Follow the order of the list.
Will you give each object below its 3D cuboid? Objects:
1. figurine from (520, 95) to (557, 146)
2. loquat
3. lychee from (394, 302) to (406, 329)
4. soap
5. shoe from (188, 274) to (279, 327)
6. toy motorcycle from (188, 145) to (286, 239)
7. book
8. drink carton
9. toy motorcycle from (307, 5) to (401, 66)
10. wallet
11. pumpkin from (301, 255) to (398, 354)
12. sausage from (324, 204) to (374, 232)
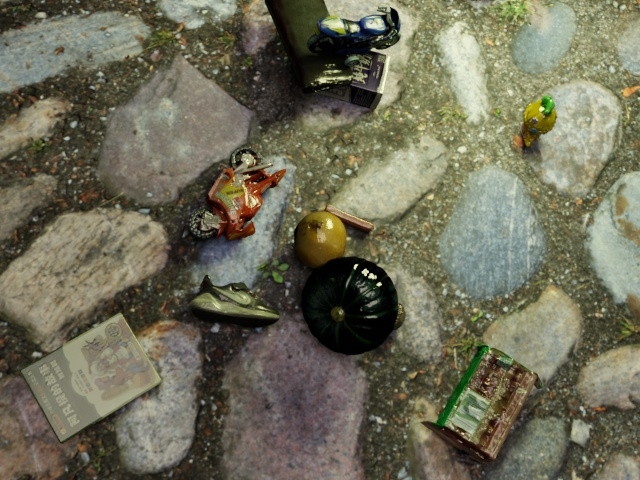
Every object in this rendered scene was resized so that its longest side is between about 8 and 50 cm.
[{"bbox_3d":[0.638,-0.345,2.078,0.095,0.156,0.114,20,67,-4],"label":"figurine"},{"bbox_3d":[0.000,0.000,1.845,0.137,0.163,0.163,-11,73,7],"label":"loquat"},{"bbox_3d":[0.189,0.197,1.854,0.067,0.068,0.083,41,42,-26],"label":"lychee"},{"bbox_3d":[0.417,0.412,1.813,0.218,0.098,0.273,35,69,1],"label":"soap"},{"bbox_3d":[-0.213,0.151,1.782,0.228,0.099,0.112,8,63,-8],"label":"shoe"},{"bbox_3d":[-0.218,-0.108,1.866,0.171,0.089,0.298,30,68,-1],"label":"toy motorcycle"},{"bbox_3d":[-0.544,0.323,1.690,0.264,0.027,0.202,-30,80,-19],"label":"book"},{"bbox_3d":[0.077,-0.482,2.046,0.222,0.102,0.134,15,72,-4],"label":"drink carton"},{"bbox_3d":[0.110,-0.559,1.908,0.315,0.169,0.113,-12,77,-32],"label":"toy motorcycle"},{"bbox_3d":[-0.026,-0.560,1.977,0.173,0.045,0.317,-15,73,-18],"label":"wallet"},{"bbox_3d":[0.085,0.154,1.788,0.248,0.248,0.247,3,71,-10],"label":"pumpkin"},{"bbox_3d":[0.079,-0.058,1.939,0.147,0.030,0.035,24,72,-2],"label":"sausage"}]
